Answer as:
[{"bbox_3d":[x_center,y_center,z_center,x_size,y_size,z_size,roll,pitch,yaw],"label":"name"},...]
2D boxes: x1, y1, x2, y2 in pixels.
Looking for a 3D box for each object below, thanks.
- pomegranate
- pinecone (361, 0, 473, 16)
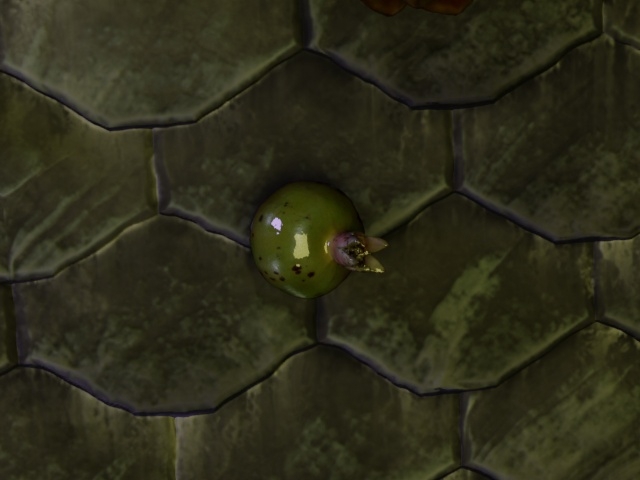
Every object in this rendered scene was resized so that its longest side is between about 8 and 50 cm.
[{"bbox_3d":[0.001,-0.007,1.986,0.159,0.129,0.129,-15,110,33],"label":"pomegranate"},{"bbox_3d":[0.115,-0.406,1.768,0.398,0.398,0.397,-2,105,-8],"label":"pinecone"}]
